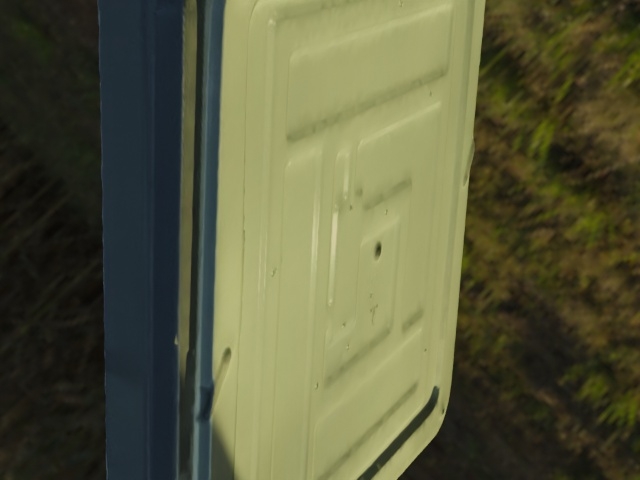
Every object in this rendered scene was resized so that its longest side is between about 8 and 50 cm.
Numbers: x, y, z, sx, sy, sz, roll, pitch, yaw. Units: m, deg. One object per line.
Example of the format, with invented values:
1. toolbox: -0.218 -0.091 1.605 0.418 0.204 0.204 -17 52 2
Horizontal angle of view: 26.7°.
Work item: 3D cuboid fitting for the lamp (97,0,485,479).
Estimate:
1. lamp: 0.000 0.000 0.532 0.047 0.269 0.267 11 110 22
